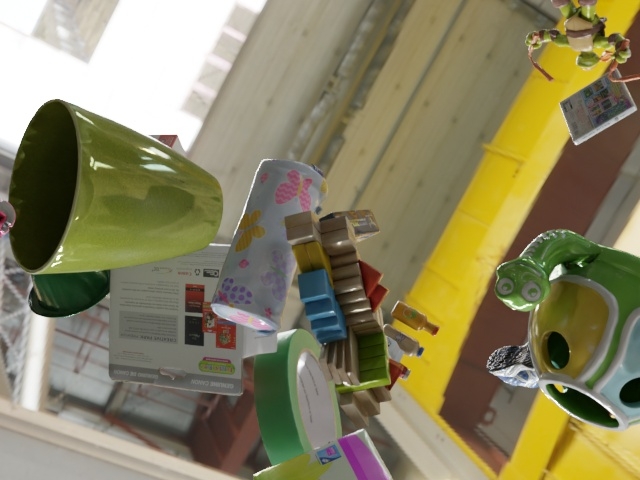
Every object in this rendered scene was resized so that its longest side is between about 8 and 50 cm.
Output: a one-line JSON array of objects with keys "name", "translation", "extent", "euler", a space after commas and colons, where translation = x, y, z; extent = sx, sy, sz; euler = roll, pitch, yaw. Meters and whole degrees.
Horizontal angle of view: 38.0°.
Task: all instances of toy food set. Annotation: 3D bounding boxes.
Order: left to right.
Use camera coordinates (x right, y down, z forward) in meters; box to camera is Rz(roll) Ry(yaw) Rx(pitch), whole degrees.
[{"name": "toy food set", "translation": [0.155, 0.245, 1.927], "extent": [0.232, 0.105, 0.111], "euler": [-56, 173, -45]}]

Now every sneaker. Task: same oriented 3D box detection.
[{"name": "sneaker", "translation": [-0.411, 0.002, 1.092], "extent": [0.057, 0.047, 0.119], "euler": [12, -120, 38]}, {"name": "sneaker", "translation": [0.436, 0.248, 1.870], "extent": [0.211, 0.081, 0.080], "euler": [-17, -143, 53]}]

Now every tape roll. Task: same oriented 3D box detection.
[{"name": "tape roll", "translation": [-0.041, 0.343, 1.896], "extent": [0.077, 0.321, 0.321], "euler": [-14, -136, 15]}]

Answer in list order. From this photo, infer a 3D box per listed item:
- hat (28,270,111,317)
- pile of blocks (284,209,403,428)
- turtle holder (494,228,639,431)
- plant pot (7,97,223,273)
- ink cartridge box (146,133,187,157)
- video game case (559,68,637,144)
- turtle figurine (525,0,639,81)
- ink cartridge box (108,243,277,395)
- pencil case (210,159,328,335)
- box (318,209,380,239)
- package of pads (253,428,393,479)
[{"name": "hat", "translation": [-0.516, 0.027, 1.773], "extent": [0.209, 0.183, 0.173], "euler": [-7, -141, 11]}, {"name": "pile of blocks", "translation": [0.053, 0.118, 1.390], "extent": [0.113, 0.362, 0.149], "euler": [-14, -155, 14]}, {"name": "turtle holder", "translation": [0.407, 0.124, 1.316], "extent": [0.243, 0.320, 0.227], "euler": [18, -113, 38]}, {"name": "plant pot", "translation": [-0.316, -0.066, 1.521], "extent": [0.275, 0.294, 0.274], "euler": [-14, -108, 50]}, {"name": "ink cartridge box", "translation": [-0.385, -0.154, 1.887], "extent": [0.198, 0.067, 0.115], "euler": [2, -132, 18]}, {"name": "video game case", "translation": [0.592, -0.288, 1.996], "extent": [0.143, 0.019, 0.157], "euler": [-32, -147, 24]}, {"name": "turtle figurine", "translation": [0.477, -0.385, 1.661], "extent": [0.087, 0.217, 0.269], "euler": [-39, -143, -23]}, {"name": "ink cartridge box", "translation": [-0.243, 0.139, 1.765], "extent": [0.310, 0.130, 0.271], "euler": [3, -89, 26]}, {"name": "pencil case", "translation": [-0.078, 0.007, 1.460], "extent": [0.114, 0.124, 0.273], "euler": [5, -111, 39]}, {"name": "box", "translation": [0.000, 0.000, 1.906], "extent": [0.183, 0.233, 0.059], "euler": [-25, -97, 21]}, {"name": "package of pads", "translation": [0.022, 0.460, 1.536], "extent": [0.229, 0.101, 0.296], "euler": [-21, -154, -8]}]
